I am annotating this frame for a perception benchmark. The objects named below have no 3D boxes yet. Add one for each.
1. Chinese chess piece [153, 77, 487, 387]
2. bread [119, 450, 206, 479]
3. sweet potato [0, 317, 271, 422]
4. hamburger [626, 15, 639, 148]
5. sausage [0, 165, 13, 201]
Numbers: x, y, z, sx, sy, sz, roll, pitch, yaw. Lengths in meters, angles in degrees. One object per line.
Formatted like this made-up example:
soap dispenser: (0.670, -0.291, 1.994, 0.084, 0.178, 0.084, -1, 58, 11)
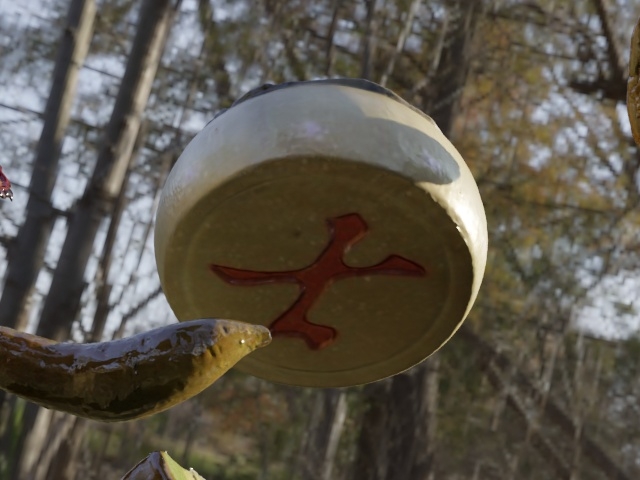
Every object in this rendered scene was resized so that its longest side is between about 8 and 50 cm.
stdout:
Chinese chess piece: (0.000, 0.000, 1.264, 0.338, 0.140, 0.338, 1, -51, 1)
bread: (-0.110, 0.202, 0.710, 0.074, 0.139, 0.084, 49, 0, -41)
sweet potato: (-0.157, 0.083, 0.792, 0.250, 0.069, 0.059, 0, 15, 4)
hamburger: (0.421, -0.153, 1.150, 0.245, 0.260, 0.211, 46, 8, -26)
sausage: (-0.248, -0.005, 0.710, 0.050, 0.145, 0.048, 57, 0, -7)
